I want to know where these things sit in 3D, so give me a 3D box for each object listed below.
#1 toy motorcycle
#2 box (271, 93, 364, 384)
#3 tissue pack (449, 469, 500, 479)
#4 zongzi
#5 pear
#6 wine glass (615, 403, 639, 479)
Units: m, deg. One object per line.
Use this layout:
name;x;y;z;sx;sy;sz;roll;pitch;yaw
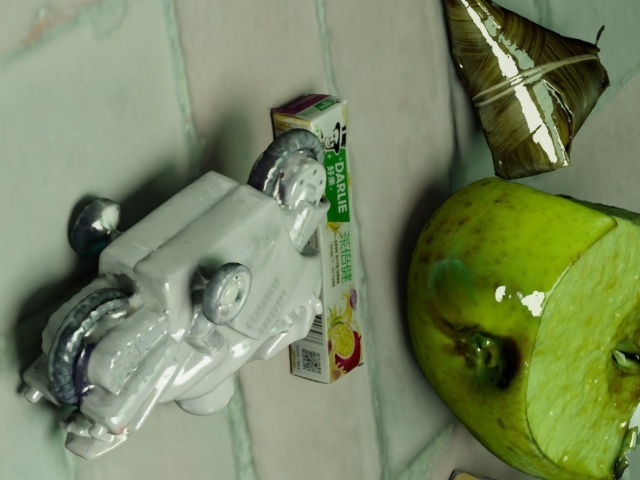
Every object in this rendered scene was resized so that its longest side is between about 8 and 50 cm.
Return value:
toy motorcycle;-0.075;0.045;1.178;0.260;0.110;0.171;-43;145;-38
box;0.000;0.000;1.339;0.050;0.041;0.207;-30;123;-48
tissue pack;0.140;0.230;1.588;0.063;0.083;0.035;-57;140;-32
zongzi;0.166;-0.167;1.547;0.184;0.084;0.187;62;32;-16
pear;0.155;0.074;1.507;0.255;0.164;0.238;6;102;-54
wine glass;0.251;0.234;1.646;0.321;0.143;0.143;-67;149;-45
